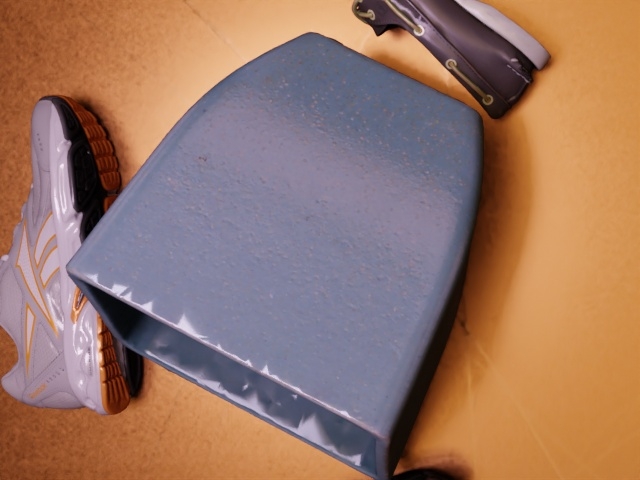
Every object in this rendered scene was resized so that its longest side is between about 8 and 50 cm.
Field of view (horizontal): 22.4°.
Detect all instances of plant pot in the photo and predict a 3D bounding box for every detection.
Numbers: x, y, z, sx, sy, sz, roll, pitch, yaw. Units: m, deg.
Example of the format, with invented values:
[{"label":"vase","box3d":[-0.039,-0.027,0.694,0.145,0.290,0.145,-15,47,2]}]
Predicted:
[{"label":"plant pot","box3d":[0.000,0.000,1.188,0.247,0.248,0.252,28,78,9]}]

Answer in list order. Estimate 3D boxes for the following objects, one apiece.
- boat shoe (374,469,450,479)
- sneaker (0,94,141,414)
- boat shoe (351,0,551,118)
[{"label":"boat shoe","box3d":[-0.034,0.282,1.269,0.324,0.122,0.120,-18,92,13]},{"label":"sneaker","box3d":[-0.226,0.015,1.307,0.121,0.099,0.262,-5,91,16]},{"label":"boat shoe","box3d":[0.067,-0.183,1.239,0.228,0.081,0.068,37,96,5]}]
